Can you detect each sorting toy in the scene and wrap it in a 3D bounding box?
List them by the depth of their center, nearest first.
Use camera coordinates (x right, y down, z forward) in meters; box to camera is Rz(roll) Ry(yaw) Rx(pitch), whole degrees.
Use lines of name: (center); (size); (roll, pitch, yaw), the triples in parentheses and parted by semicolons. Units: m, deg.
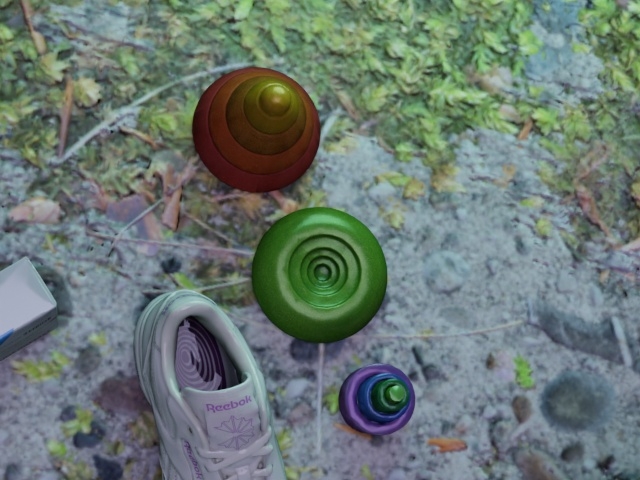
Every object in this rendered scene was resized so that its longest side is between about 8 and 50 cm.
sorting toy: (0.000, 0.000, 1.301); (0.127, 0.126, 0.365); (-22, 85, -13)

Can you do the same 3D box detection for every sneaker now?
sneaker: (-0.088, 0.187, 1.241); (0.114, 0.152, 0.305); (-18, 86, -15)

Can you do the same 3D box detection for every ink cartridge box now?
ink cartridge box: (-0.272, 0.067, 1.240); (0.089, 0.122, 0.052); (-32, 84, -14)

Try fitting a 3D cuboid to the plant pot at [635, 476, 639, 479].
plant pot: (0.321, 0.312, 1.257); (0.263, 0.229, 0.263); (2, 80, -11)
